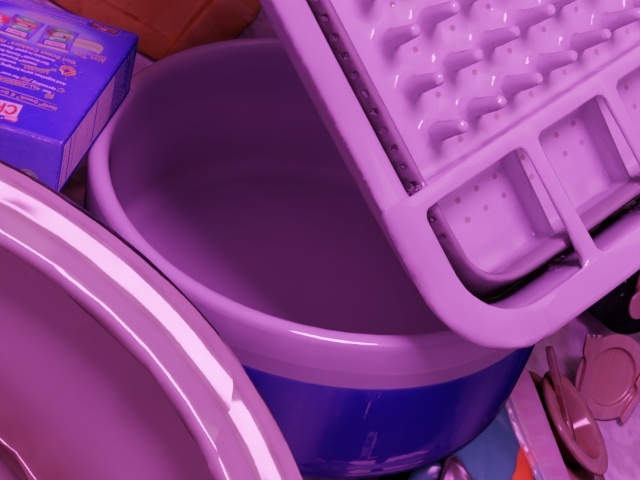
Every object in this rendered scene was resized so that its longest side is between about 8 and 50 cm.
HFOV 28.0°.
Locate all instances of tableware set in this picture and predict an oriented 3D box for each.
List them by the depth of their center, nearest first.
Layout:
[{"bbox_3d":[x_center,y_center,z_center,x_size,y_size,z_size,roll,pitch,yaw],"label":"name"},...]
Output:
[{"bbox_3d":[0.183,0.164,0.816,0.128,0.039,0.194,20,43,-55],"label":"tableware set"},{"bbox_3d":[0.261,0.080,0.936,0.168,0.141,0.020,23,0,-29],"label":"tableware set"}]

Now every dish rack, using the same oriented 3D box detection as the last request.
[{"bbox_3d":[0.087,-0.145,0.625,0.285,0.072,0.333,-33,102,-24],"label":"dish rack"}]

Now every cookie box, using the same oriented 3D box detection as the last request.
[{"bbox_3d":[-0.154,-0.077,0.649,0.092,0.040,0.107,18,40,4],"label":"cookie box"}]

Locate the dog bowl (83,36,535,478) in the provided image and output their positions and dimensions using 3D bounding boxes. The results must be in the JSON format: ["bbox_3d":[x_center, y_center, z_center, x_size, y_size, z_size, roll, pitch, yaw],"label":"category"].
[{"bbox_3d":[0.000,0.000,0.718,0.265,0.104,0.265,8,40,-7],"label":"dog bowl"}]

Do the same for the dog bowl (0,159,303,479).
[{"bbox_3d":[-0.198,0.148,0.467,0.408,0.150,0.408,23,45,-24],"label":"dog bowl"}]

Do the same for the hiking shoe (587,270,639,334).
[{"bbox_3d":[0.303,-0.017,1.047,0.132,0.113,0.304,48,46,-14],"label":"hiking shoe"}]

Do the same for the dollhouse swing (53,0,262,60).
[{"bbox_3d":[-0.141,-0.327,0.796,0.347,0.305,0.315,29,43,-16],"label":"dollhouse swing"}]

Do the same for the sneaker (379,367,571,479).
[{"bbox_3d":[0.095,0.181,0.720,0.121,0.108,0.302,-2,52,-37],"label":"sneaker"}]
